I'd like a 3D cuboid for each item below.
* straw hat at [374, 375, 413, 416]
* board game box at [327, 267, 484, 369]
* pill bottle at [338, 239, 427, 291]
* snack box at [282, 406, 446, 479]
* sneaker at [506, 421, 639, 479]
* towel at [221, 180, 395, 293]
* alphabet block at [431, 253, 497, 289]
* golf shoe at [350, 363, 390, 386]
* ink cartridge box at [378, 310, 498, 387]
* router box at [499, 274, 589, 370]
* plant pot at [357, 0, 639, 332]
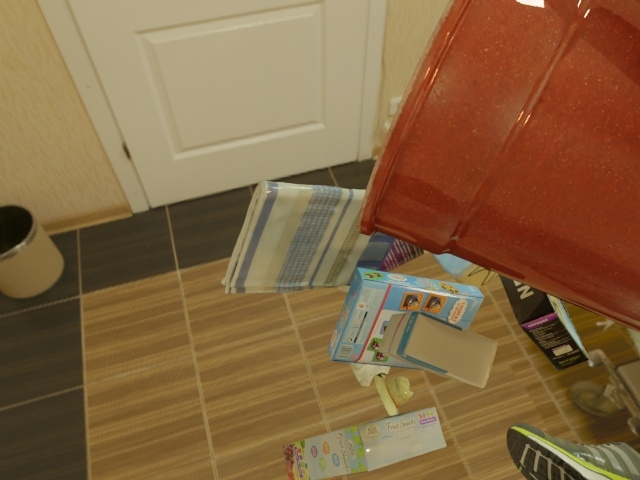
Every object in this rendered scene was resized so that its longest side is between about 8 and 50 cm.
[{"bbox_3d":[0.169,0.331,1.145,0.061,0.144,0.144,-25,54,8],"label":"straw hat"},{"bbox_3d":[0.135,0.133,0.838,0.211,0.160,0.039,11,26,-17],"label":"board game box"},{"bbox_3d":[0.157,-0.011,1.331,0.322,0.181,0.182,-26,55,4],"label":"pill bottle"},{"bbox_3d":[0.068,0.334,0.847,0.174,0.207,0.070,3,64,-38],"label":"snack box"},{"bbox_3d":[0.477,0.400,0.909,0.300,0.111,0.121,22,35,30],"label":"sneaker"},{"bbox_3d":[0.000,0.000,0.827,0.285,0.209,0.034,0,39,-32],"label":"towel"},{"bbox_3d":[0.267,-0.045,0.928,0.192,0.197,0.193,-39,64,11],"label":"alphabet block"},{"bbox_3d":[0.122,0.235,1.067,0.069,0.086,0.176,-8,8,46],"label":"golf shoe"},{"bbox_3d":[0.123,0.117,0.572,0.088,0.122,0.052,22,78,-2],"label":"ink cartridge box"},{"bbox_3d":[0.266,0.057,0.661,0.046,0.133,0.179,-30,42,23],"label":"router box"},{"bbox_3d":[0.209,-0.065,0.398,0.265,0.272,0.272,28,57,10],"label":"plant pot"}]
